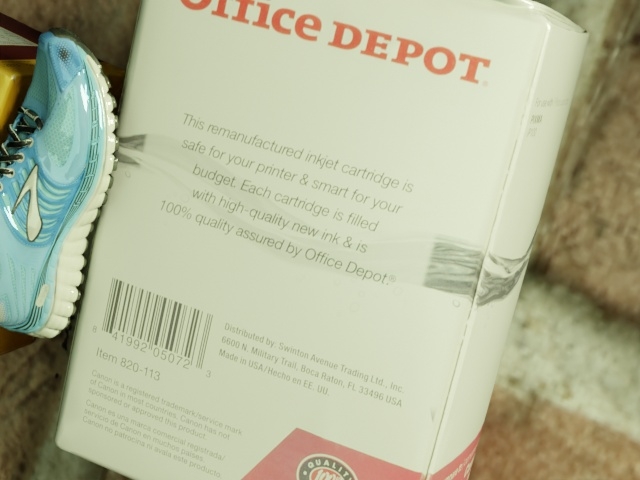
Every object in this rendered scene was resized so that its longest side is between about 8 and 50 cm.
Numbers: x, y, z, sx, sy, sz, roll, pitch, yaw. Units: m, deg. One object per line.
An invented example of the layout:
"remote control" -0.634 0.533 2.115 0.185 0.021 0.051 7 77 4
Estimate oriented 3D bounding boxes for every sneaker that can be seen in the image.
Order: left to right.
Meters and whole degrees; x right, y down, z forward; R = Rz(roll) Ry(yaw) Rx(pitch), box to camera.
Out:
"sneaker" -0.149 -0.027 0.582 0.063 0.073 0.162 37 115 56

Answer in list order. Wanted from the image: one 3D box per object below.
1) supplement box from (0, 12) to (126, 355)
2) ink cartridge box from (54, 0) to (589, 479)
"supplement box" -0.253 -0.049 0.693 0.194 0.129 0.191 27 105 14
"ink cartridge box" 0.000 0.000 0.605 0.207 0.117 0.283 18 103 20
